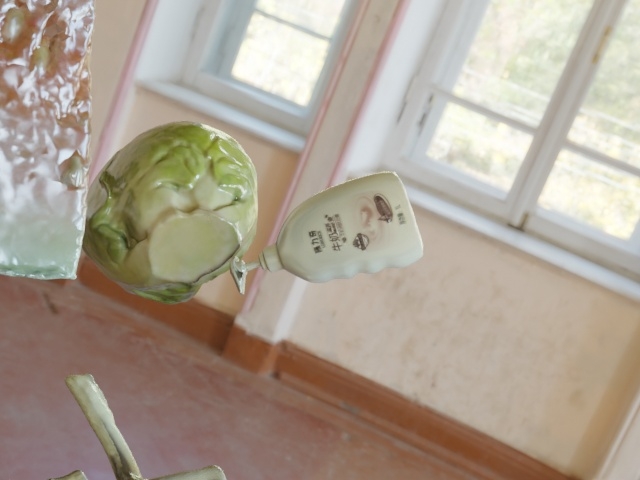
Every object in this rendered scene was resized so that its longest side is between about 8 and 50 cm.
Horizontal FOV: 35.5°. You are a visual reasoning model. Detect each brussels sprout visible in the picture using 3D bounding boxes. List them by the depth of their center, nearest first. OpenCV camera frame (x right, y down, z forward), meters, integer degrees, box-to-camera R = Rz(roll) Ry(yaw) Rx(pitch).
[{"bbox_3d":[-0.180,-0.033,1.199,0.244,0.244,0.244,21,13,-5],"label":"brussels sprout"}]

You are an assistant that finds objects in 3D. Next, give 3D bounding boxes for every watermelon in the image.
[{"bbox_3d":[-0.194,-0.125,0.500,0.193,0.256,0.140,16,4,-30],"label":"watermelon"}]

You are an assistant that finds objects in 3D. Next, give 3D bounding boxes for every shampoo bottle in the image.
[{"bbox_3d":[0.000,0.000,0.783,0.152,0.077,0.045,-17,-1,8],"label":"shampoo bottle"}]

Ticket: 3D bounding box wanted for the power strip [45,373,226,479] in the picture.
[{"bbox_3d":[-0.059,0.120,0.339,0.075,0.042,0.175,-12,61,-27],"label":"power strip"}]
